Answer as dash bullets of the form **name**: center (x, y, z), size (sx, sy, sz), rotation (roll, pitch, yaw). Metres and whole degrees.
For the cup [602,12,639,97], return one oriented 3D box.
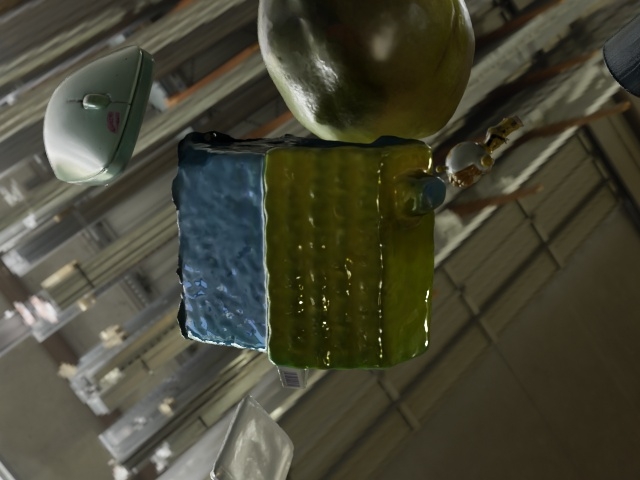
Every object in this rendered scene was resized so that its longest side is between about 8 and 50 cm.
- **cup**: center (0.502, -0.307, 1.323), size (0.138, 0.113, 0.150), rotation (135, -42, -53)

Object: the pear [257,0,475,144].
- **pear**: center (0.061, -0.250, 1.134), size (0.269, 0.321, 0.269), rotation (-25, -140, 23)

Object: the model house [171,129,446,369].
- **model house**: center (0.000, 0.000, 0.976), size (0.216, 0.237, 0.303), rotation (-10, -167, -42)

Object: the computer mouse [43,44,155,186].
- **computer mouse**: center (-0.275, -0.148, 1.074), size (0.288, 0.097, 0.159), rotation (-3, -110, 69)

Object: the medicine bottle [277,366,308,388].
- **medicine bottle**: center (-0.048, 0.153, 1.696), size (0.052, 0.171, 0.201), rotation (1, -133, 11)

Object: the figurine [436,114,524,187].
- **figurine**: center (0.255, -0.141, 1.415), size (0.143, 0.068, 0.101), rotation (-39, -174, 28)

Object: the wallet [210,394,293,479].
- **wallet**: center (-0.096, 0.317, 1.298), size (0.032, 0.124, 0.183), rotation (-30, -162, 26)
